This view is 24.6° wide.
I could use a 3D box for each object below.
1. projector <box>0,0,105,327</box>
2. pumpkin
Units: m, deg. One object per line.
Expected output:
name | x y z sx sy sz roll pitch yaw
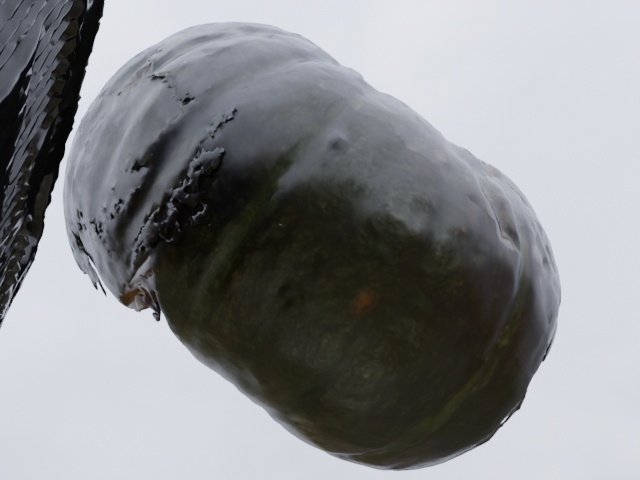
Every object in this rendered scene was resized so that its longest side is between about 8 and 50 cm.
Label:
projector | -0.303 -0.085 0.552 0.405 0.242 0.395 24 -40 -4
pumpkin | 0.000 0.000 0.877 0.320 0.320 0.192 29 -81 -44
